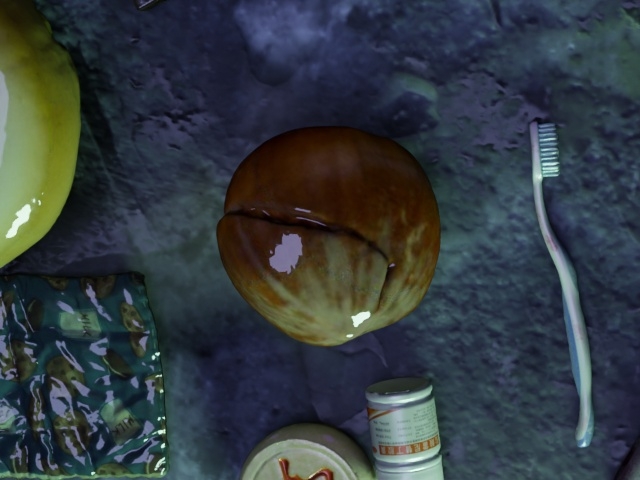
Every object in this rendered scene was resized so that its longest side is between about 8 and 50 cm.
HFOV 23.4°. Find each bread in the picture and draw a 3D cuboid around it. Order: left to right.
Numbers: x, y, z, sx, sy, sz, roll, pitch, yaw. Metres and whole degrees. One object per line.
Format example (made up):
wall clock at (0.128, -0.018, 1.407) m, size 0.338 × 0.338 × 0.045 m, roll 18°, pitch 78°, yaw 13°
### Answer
bread at (-0.352, -0.105, 1.281) m, size 0.333 × 0.160 × 0.333 m, roll 2°, pitch 100°, yaw 11°

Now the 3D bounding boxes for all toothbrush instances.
toothbrush at (0.196, 0.037, 1.244) m, size 0.027 × 0.021 × 0.269 m, roll -7°, pitch 99°, yaw 20°

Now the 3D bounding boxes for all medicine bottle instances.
medicine bottle at (0.070, 0.161, 1.278) m, size 0.057 × 0.057 × 0.089 m, roll -5°, pitch 99°, yaw 15°

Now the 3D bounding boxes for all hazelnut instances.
hazelnut at (0.000, 0.000, 1.214) m, size 0.182 × 0.182 × 0.182 m, roll 2°, pitch 100°, yaw 13°

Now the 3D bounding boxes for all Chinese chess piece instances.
Chinese chess piece at (-0.010, 0.215, 1.310) m, size 0.122 × 0.051 × 0.122 m, roll 3°, pitch 101°, yaw 14°

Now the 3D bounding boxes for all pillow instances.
pillow at (-0.257, 0.123, 1.366) m, size 0.255 × 0.034 × 0.189 m, roll -4°, pitch 97°, yaw 16°

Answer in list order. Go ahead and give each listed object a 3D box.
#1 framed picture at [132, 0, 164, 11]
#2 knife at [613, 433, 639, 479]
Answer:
framed picture at (-0.133, -0.291, 1.265) m, size 0.128 × 0.023 × 0.168 m, roll -26°, pitch 93°, yaw 17°
knife at (0.299, 0.103, 1.216) m, size 0.123 × 0.053 × 0.278 m, roll 32°, pitch 105°, yaw 12°
